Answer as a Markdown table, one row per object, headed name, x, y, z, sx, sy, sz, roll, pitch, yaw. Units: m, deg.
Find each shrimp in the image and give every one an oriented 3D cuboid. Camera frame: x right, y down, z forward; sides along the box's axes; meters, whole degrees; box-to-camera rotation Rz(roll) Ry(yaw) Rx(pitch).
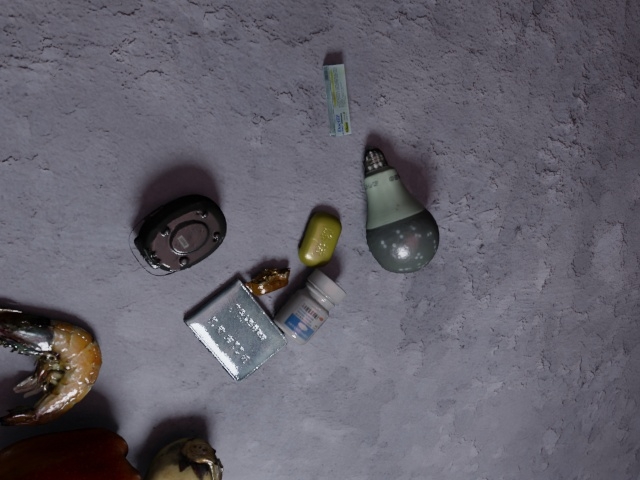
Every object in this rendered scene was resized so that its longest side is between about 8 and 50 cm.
| name | x | y | z | sx | sy | sz | roll | pitch | yaw |
| --- | --- | --- | --- | --- | --- | --- | --- | --- | --- |
| shrimp | -0.596 | 0.248 | 1.000 | 0.291 | 0.054 | 0.222 | 31 | 73 | -25 |

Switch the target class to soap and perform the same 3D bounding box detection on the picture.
| name | x | y | z | sx | sy | sz | roll | pitch | yaw |
| --- | --- | --- | --- | --- | --- | --- | --- | --- | --- |
| soap | 0.000 | 0.000 | 1.238 | 0.089 | 0.045 | 0.140 | 19 | 94 | -23 |

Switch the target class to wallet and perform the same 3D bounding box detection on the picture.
| name | x | y | z | sx | sy | sz | roll | pitch | yaw |
| --- | --- | --- | --- | --- | --- | --- | --- | --- | --- |
| wallet | -0.195 | 0.218 | 1.209 | 0.167 | 0.036 | 0.222 | -38 | 114 | -11 |

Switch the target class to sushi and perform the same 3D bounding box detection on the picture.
| name | x | y | z | sx | sy | sz | roll | pitch | yaw |
| --- | --- | --- | --- | --- | --- | --- | --- | --- | --- |
| sushi | -0.124 | 0.093 | 1.203 | 0.118 | 0.062 | 0.060 | -23 | 104 | -39 |

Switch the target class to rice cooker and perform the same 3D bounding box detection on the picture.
| name | x | y | z | sx | sy | sz | roll | pitch | yaw |
| --- | --- | --- | --- | --- | --- | --- | --- | --- | --- |
| rice cooker | -0.292 | -0.012 | 1.062 | 0.203 | 0.118 | 0.142 | -37 | 115 | -16 |

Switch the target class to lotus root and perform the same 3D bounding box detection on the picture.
| name | x | y | z | sx | sy | sz | roll | pitch | yaw |
| --- | --- | --- | --- | --- | --- | --- | --- | --- | --- |
| lotus root | -0.339 | 0.607 | 1.155 | 0.183 | 0.183 | 0.309 | 21 | 92 | -27 |

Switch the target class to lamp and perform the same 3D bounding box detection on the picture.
| name | x | y | z | sx | sy | sz | roll | pitch | yaw |
| --- | --- | --- | --- | --- | --- | --- | --- | --- | --- |
| lamp | 0.173 | -0.064 | 1.228 | 0.182 | 0.182 | 0.313 | -32 | 109 | -14 |

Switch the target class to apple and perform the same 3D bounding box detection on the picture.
| name | x | y | z | sx | sy | sz | roll | pitch | yaw |
| --- | --- | --- | --- | --- | --- | --- | --- | --- | --- |
| apple | -0.525 | 0.518 | 1.001 | 0.317 | 0.288 | 0.287 | -8 | 106 | -36 |

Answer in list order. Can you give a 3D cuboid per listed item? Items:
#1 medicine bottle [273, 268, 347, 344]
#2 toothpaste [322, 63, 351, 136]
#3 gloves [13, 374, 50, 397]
| name | x | y | z | sx | sy | sz | roll | pitch | yaw |
| --- | --- | --- | --- | --- | --- | --- | --- | --- | --- |
| medicine bottle | -0.026 | 0.162 | 1.233 | 0.105 | 0.105 | 0.168 | 44 | 83 | -26 |
| toothpaste | 0.038 | -0.327 | 1.179 | 0.046 | 0.034 | 0.164 | -14 | 108 | -21 |
| gloves | -0.591 | 0.300 | 1.048 | 0.081 | 0.037 | 0.044 | -6 | 75 | -21 |
